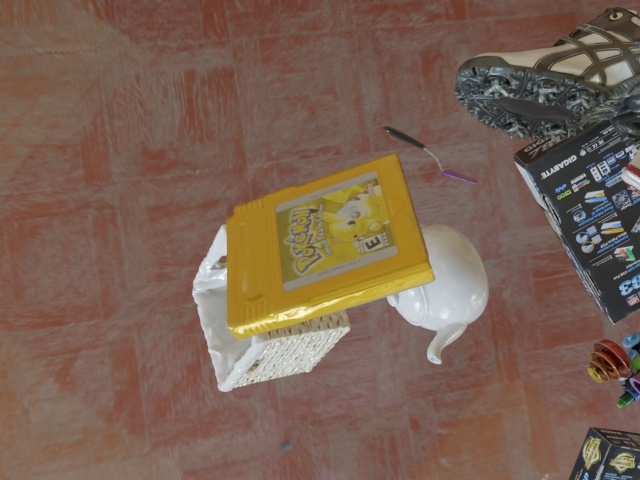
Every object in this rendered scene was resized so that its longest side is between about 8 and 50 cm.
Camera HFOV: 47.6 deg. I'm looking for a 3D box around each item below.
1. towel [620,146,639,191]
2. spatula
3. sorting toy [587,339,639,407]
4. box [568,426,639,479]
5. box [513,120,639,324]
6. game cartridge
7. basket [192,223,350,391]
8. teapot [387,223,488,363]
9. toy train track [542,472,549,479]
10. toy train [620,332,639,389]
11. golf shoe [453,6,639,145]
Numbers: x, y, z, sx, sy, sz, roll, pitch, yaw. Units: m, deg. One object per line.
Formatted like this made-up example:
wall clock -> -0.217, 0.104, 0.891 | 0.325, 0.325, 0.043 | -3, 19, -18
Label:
towel -> 0.523, -0.114, 0.799 | 0.329, 0.037, 0.237 | -43, 61, -17
spatula -> 0.293, -0.229, 1.953 | 0.296, 0.084, 0.030 | 36, 110, 11
sorting toy -> 0.315, 0.143, 0.749 | 0.042, 0.102, 0.061 | -38, 113, -10
box -> 0.454, 0.364, 1.028 | 0.220, 0.051, 0.175 | 11, 104, -17
box -> 0.475, -0.072, 1.033 | 0.296, 0.073, 0.293 | -32, 109, 10
game cartridge -> 0.000, 0.000, 1.182 | 0.324, 0.285, 0.052 | -17, 133, 8
basket -> -0.137, 0.161, 1.840 | 0.266, 0.328, 0.331 | -6, 62, -28
teapot -> 0.224, 0.090, 1.574 | 0.187, 0.256, 0.252 | -19, 117, -21
toy train track -> 0.490, 0.556, 1.607 | 0.048, 0.014, 0.083 | 24, 81, -53
toy train -> 0.682, 0.254, 1.504 | 0.080, 0.105, 0.184 | 51, 47, -15
golf shoe -> 0.193, -0.126, 0.540 | 0.198, 0.077, 0.093 | 5, 67, -10
